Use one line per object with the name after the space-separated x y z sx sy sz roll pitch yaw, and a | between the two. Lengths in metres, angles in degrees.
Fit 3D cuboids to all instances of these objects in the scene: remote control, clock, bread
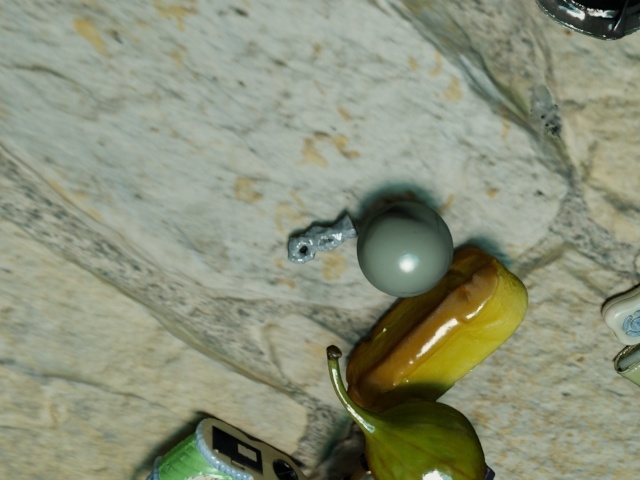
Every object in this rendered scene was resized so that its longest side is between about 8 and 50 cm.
0.414 0.078 0.905 0.122 0.032 0.074 -39 118 14 | remote control
-0.141 0.343 0.951 0.194 0.100 0.195 34 108 -20 | clock
0.127 0.112 0.850 0.094 0.102 0.245 32 114 -29 | bread

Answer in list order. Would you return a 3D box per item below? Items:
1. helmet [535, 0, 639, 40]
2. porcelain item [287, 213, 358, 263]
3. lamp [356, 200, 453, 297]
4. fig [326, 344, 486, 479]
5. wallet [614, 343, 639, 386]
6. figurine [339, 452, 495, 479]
0.271 -0.268 0.641 0.177 0.107 0.153 -1 126 15 | helmet
0.000 0.000 0.804 0.083 0.028 0.036 -27 123 10 | porcelain item
0.089 0.009 0.777 0.105 0.105 0.105 -3 121 -6 | lamp
0.076 0.199 0.777 0.124 0.124 0.236 -41 111 16 | fig
0.478 0.168 0.960 0.155 0.039 0.110 30 123 -23 | wallet
0.085 0.350 0.949 0.143 0.308 0.308 47 111 17 | figurine
